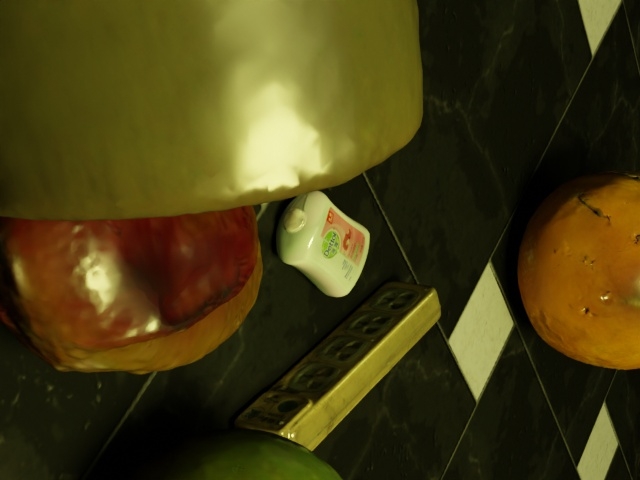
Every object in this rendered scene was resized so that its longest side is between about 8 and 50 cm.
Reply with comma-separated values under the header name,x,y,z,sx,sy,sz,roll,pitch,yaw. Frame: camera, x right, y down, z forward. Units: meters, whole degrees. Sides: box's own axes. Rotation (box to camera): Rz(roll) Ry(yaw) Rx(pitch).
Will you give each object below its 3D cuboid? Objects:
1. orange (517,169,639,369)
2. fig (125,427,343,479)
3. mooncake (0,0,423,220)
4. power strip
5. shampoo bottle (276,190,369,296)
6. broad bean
name,x,y,z,sx,sy,sz,roll,pitch,yaw
orange,0.359,0.032,1.275,0.246,0.246,0.246,-16,110,-52
fig,-0.061,0.239,0.756,0.207,0.230,0.207,-1,94,-13
mooncake,-0.088,-0.121,0.582,0.284,0.285,0.155,-32,121,-47
power strip,0.019,0.117,0.973,0.305,0.064,0.044,-39,125,-43
shampoo bottle,0.000,0.000,0.939,0.099,0.043,0.072,40,65,-51
broad bean,-0.126,0.011,0.701,0.228,0.122,0.156,3,83,-58
